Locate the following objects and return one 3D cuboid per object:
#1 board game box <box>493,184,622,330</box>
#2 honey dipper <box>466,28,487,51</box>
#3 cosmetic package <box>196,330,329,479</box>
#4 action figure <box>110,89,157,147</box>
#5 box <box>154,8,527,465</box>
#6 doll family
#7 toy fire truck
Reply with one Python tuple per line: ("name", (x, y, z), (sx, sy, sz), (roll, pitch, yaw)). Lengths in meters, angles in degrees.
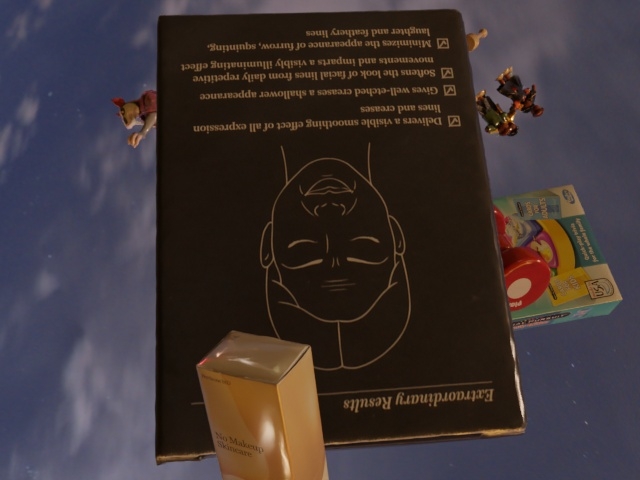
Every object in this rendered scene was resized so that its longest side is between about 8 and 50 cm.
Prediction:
("board game box", (0.358, 0.043, 1.185), (0.335, 0.079, 0.254), (-10, -119, -2))
("honey dipper", (0.297, -0.385, 1.177), (0.030, 0.160, 0.031), (11, -63, 22))
("cosmetic package", (-0.033, 0.118, 0.381), (0.060, 0.115, 0.041), (5, -153, 27))
("action figure", (-0.342, -0.318, 1.551), (0.369, 0.248, 0.276), (16, -94, -4))
("box", (0.000, 0.000, 0.615), (0.293, 0.212, 0.396), (-2, -107, -5))
("doll family", (0.363, -0.258, 1.181), (0.193, 0.076, 0.111), (-42, -93, -17))
("toy fire truck", (0.169, 0.053, 0.933), (0.254, 0.302, 0.169), (-51, -144, 20))
